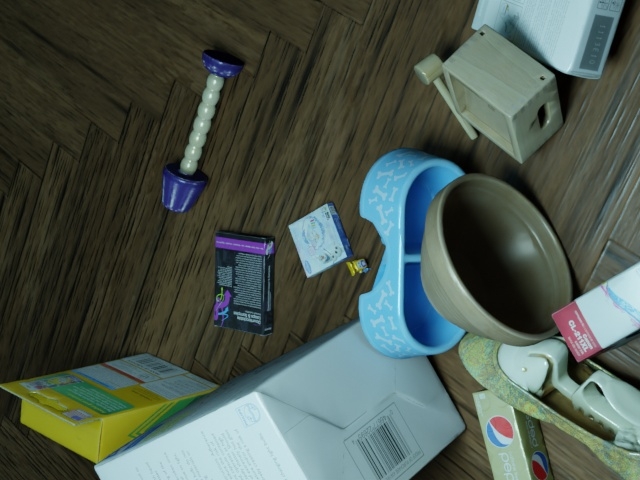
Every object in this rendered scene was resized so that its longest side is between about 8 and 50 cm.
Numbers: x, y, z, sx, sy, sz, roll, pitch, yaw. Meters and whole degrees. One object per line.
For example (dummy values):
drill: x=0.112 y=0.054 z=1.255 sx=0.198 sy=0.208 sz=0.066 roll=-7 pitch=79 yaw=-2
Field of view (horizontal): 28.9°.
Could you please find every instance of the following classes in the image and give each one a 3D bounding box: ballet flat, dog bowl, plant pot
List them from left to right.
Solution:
dog bowl: x=0.140 y=0.021 z=1.710 sx=0.074 sy=0.166 sz=0.297 roll=6 pitch=96 yaw=53
plant pot: x=0.210 y=0.039 z=1.624 sx=0.110 sy=0.237 sz=0.237 roll=-35 pitch=73 yaw=43
ballet flat: x=0.329 y=0.191 z=1.606 sx=0.349 sy=0.123 sz=0.123 roll=35 pitch=116 yaw=29

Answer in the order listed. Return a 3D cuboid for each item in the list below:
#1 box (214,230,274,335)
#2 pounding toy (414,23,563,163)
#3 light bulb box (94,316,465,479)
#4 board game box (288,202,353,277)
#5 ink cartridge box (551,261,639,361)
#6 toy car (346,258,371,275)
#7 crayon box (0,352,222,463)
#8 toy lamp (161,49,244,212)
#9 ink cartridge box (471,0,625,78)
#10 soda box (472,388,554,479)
box: x=-0.126 y=0.069 z=2.042 sx=0.116 sy=0.029 sz=0.162 roll=8 pitch=99 yaw=40
pounding toy: x=0.226 y=-0.207 z=1.669 sx=0.094 sy=0.181 sz=0.206 roll=-43 pitch=61 yaw=-6
light bulb box: x=-0.055 y=0.295 z=1.772 sx=0.361 sy=0.358 sz=0.225 roll=-30 pitch=88 yaw=39
board game box: x=0.000 y=0.000 z=1.933 sx=0.090 sy=0.020 sz=0.090 roll=-28 pitch=77 yaw=38
ink cartridge box: x=0.396 y=0.073 z=1.536 sx=0.175 sy=0.127 sz=0.072 roll=-37 pitch=73 yaw=37
toy car: x=0.094 y=0.065 z=1.847 sx=0.122 sy=0.041 sz=0.060 roll=58 pitch=147 yaw=17
crayon box: x=-0.346 y=0.277 z=2.057 sx=0.203 sy=0.323 sz=0.083 roll=18 pitch=106 yaw=38
toy lamp: x=-0.201 y=-0.176 z=2.050 sx=0.080 sy=0.080 sz=0.274 roll=34 pitch=113 yaw=32
ink cartridge box: x=0.313 y=-0.372 z=1.608 sx=0.239 sy=0.060 sz=0.275 roll=44 pitch=124 yaw=57
soda box: x=0.271 y=0.289 z=1.711 sx=0.061 sy=0.058 sz=0.181 roll=-18 pitch=82 yaw=40
